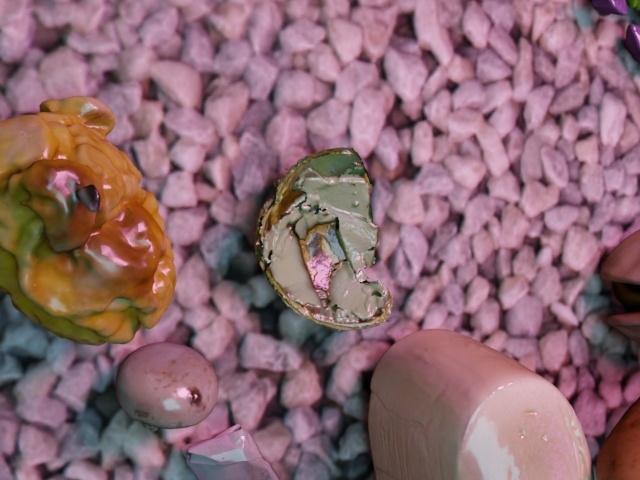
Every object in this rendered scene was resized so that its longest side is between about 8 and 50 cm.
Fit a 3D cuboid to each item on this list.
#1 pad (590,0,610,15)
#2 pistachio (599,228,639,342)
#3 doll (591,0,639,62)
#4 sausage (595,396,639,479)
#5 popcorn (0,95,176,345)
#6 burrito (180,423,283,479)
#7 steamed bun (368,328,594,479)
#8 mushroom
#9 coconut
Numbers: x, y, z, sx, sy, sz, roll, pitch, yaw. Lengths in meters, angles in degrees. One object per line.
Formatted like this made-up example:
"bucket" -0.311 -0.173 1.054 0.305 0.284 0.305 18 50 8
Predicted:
"pad" 0.306 -0.403 1.063 0.330 0.004 0.220 -48 112 -9
"pistachio" 0.390 0.032 1.091 0.238 0.153 0.137 -14 94 7
"doll" 0.328 -0.227 1.072 0.115 0.050 0.190 -49 120 -2
"sausage" 0.406 0.163 1.064 0.501 0.136 0.123 -10 104 -41
"popcorn" -0.196 -0.016 0.847 0.140 0.163 0.194 -28 140 3
"burrito" -0.045 0.241 0.986 0.064 0.064 0.203 -38 108 -13
"steamed bun" 0.148 0.207 0.981 0.155 0.200 0.250 -15 106 -20
"mushroom" -0.129 0.129 0.933 0.085 0.085 0.079 1 126 -22
"coconut" 0.000 -0.002 0.969 0.133 0.055 0.158 0 96 -21
